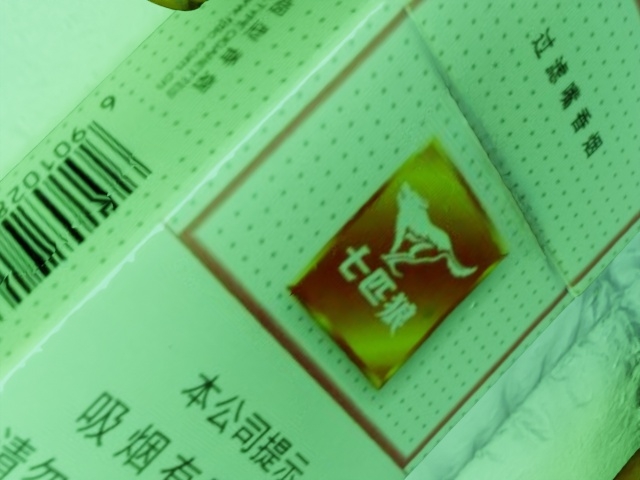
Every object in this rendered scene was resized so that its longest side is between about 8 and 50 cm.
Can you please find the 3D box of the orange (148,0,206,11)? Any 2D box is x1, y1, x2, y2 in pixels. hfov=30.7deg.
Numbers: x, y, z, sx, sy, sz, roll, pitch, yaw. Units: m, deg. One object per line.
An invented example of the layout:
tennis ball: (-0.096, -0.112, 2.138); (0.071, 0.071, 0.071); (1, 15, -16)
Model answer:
orange: (-0.042, -0.122, 0.393); (0.086, 0.062, 0.086); (-52, 176, -5)

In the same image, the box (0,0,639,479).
box: (-0.001, -0.001, 0.481); (0.330, 0.095, 0.210); (-46, 135, -7)

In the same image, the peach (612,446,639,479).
peach: (0.300, 0.249, 0.746); (0.307, 0.308, 0.332); (-1, 133, -38)
